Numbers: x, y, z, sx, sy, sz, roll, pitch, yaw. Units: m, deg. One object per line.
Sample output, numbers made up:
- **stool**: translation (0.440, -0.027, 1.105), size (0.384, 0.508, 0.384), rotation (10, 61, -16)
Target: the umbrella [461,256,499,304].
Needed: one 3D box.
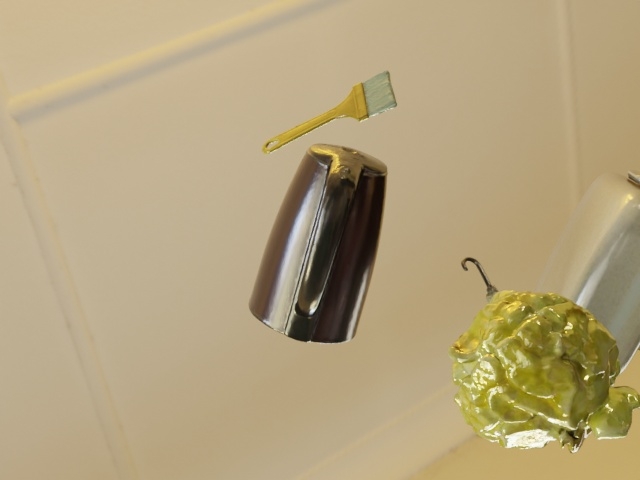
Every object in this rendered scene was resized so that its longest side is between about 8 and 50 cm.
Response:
- **umbrella**: translation (0.248, 0.119, 1.355), size (0.044, 0.269, 0.044), rotation (-6, -38, -30)

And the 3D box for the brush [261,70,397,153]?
- **brush**: translation (0.008, -0.167, 1.517), size (0.205, 0.083, 0.011), rotation (-24, -50, 15)

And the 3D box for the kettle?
- **kettle**: translation (0.000, 0.000, 1.355), size (0.144, 0.202, 0.232), rotation (16, -72, 6)

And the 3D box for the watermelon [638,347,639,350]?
- **watermelon**: translation (0.615, 0.066, 1.946), size (0.285, 0.285, 0.285), rotation (-14, -64, -32)

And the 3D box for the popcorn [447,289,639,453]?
- **popcorn**: translation (0.177, 0.109, 0.910), size (0.141, 0.162, 0.135), rotation (-33, -24, -1)

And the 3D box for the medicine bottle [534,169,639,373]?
- **medicine bottle**: translation (0.388, 0.039, 1.509), size (0.123, 0.375, 0.282), rotation (28, -79, 4)
